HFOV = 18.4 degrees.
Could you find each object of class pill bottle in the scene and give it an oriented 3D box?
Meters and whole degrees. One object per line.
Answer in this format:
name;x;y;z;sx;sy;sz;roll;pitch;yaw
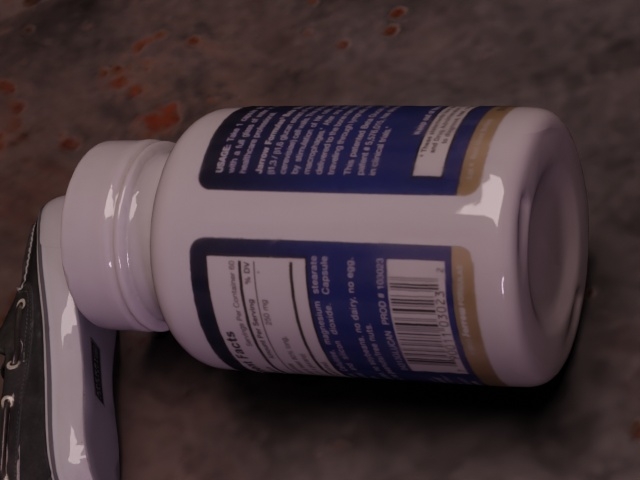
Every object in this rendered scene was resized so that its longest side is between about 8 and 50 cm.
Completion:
pill bottle;0.000;0.000;0.685;0.169;0.094;0.094;2;51;23

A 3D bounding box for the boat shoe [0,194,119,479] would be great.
boat shoe;-0.100;0.041;0.722;0.040;0.049;0.142;-16;48;9
